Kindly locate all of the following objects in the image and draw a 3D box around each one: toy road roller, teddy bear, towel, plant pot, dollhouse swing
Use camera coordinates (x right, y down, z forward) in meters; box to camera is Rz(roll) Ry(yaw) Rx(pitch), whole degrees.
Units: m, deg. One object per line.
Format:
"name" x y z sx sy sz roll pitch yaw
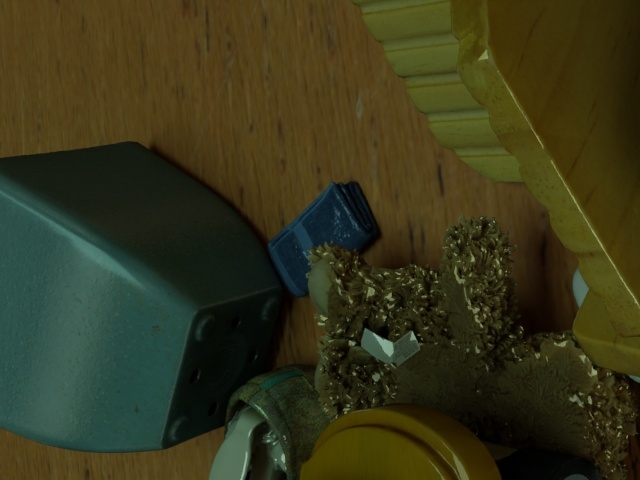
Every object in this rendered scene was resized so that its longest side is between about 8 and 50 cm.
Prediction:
"toy road roller" 0.053 0.283 1.133 0.202 0.240 0.329 10 99 42
"teddy bear" 0.119 0.099 1.284 0.338 0.113 0.245 -8 96 45
"towel" 0.000 0.000 1.443 0.119 0.029 0.067 -41 68 37
"plant pot" -0.184 0.069 1.489 0.252 0.248 0.247 25 111 28
"dollhouse swing" 0.103 -0.099 1.085 0.305 0.315 0.347 -11 123 41

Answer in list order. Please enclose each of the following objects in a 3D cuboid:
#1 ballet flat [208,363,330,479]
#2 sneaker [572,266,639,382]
"ballet flat" -0.066 0.285 1.473 0.123 0.123 0.348 23 109 39
"sneaker" 0.299 0.080 1.149 0.126 0.091 0.240 -46 67 19
